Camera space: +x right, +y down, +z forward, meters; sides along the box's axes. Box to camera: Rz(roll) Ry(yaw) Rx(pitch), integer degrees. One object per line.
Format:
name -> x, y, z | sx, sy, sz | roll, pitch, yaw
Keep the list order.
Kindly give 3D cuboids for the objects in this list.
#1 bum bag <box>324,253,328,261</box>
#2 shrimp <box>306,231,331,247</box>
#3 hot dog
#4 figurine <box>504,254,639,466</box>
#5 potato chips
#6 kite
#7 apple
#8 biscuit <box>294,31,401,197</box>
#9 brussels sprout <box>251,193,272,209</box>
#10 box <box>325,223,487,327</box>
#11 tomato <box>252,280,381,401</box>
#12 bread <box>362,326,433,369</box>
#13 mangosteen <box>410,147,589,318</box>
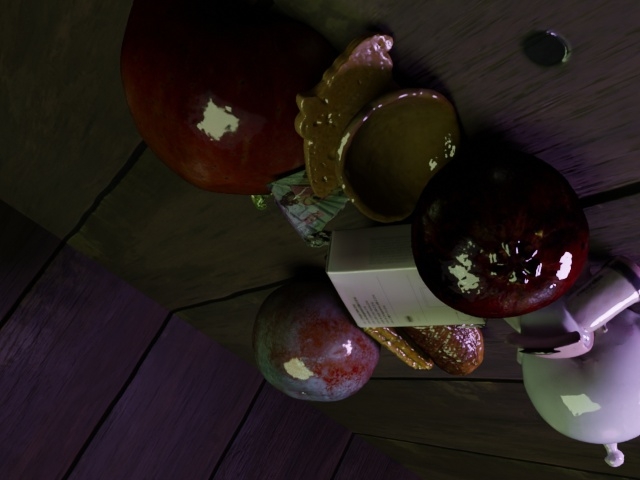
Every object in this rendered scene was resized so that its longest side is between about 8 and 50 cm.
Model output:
bum bag -> 0.093, 0.044, 1.383 | 0.123, 0.060, 0.248 | 29, 158, -13
shrimp -> 0.000, -0.002, 1.443 | 0.092, 0.029, 0.038 | 0, 136, 40
hot dog -> 0.250, 0.194, 1.458 | 0.227, 0.099, 0.160 | 44, 153, -27
figurine -> 0.418, 0.190, 1.112 | 0.253, 0.211, 0.361 | 4, 145, 45
potato chips -> 0.097, -0.122, 0.921 | 0.208, 0.195, 0.062 | 6, -148, -35
kite -> 0.026, -0.083, 1.060 | 0.267, 0.013, 0.323 | -2, 150, -36
apple -> -0.142, -0.221, 1.048 | 0.329, 0.295, 0.365 | 65, 160, 14
biscuit -> 0.035, -0.163, 0.914 | 0.162, 0.035, 0.250 | 5, 127, -25
brussels sprout -> -0.108, -0.104, 1.306 | 0.085, 0.085, 0.058 | 5, 153, 45
box -> 0.160, 0.067, 1.208 | 0.251, 0.106, 0.203 | -5, 145, 20
tomato -> -0.011, 0.238, 1.647 | 0.316, 0.283, 0.317 | 13, 149, 8
bread -> 0.183, 0.206, 1.553 | 0.211, 0.114, 0.083 | 41, 138, -23
mangosteen -> 0.239, -0.021, 0.944 | 0.235, 0.236, 0.261 | 34, -162, -10
